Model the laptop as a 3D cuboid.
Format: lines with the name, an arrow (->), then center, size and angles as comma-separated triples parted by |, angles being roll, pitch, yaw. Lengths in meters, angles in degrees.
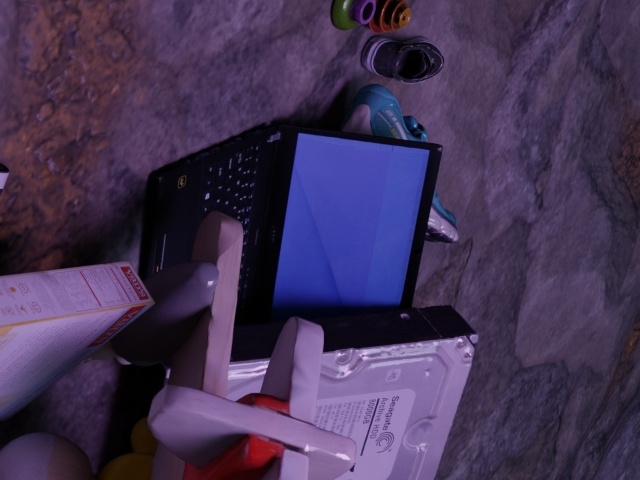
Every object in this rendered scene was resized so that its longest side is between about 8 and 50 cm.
laptop -> -0.032, 0.027, 1.550 | 0.264, 0.136, 0.234 | -28, 135, -49

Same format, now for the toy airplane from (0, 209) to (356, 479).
toy airplane -> -0.123, 0.198, 1.284 | 0.386, 0.272, 0.384 | -87, -174, -75

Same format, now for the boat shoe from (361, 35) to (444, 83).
boat shoe -> 0.092, -0.177, 1.695 | 0.142, 0.040, 0.049 | -6, 117, -58

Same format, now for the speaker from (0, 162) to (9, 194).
speaker -> -0.271, 0.003, 1.206 | 0.055, 0.055, 0.136 | 9, 105, -61

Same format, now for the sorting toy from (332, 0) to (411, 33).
sorting toy -> 0.056, -0.222, 1.595 | 0.102, 0.042, 0.061 | -10, 121, -57

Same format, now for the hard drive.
hard drive -> -0.025, 0.185, 1.612 | 0.339, 0.064, 0.237 | -4, 124, -32

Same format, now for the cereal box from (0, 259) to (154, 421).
cereal box -> -0.244, 0.084, 1.199 | 0.173, 0.047, 0.240 | -37, 168, 20

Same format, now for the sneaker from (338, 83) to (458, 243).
sneaker -> 0.086, -0.069, 1.720 | 0.275, 0.107, 0.110 | 48, 56, -64
